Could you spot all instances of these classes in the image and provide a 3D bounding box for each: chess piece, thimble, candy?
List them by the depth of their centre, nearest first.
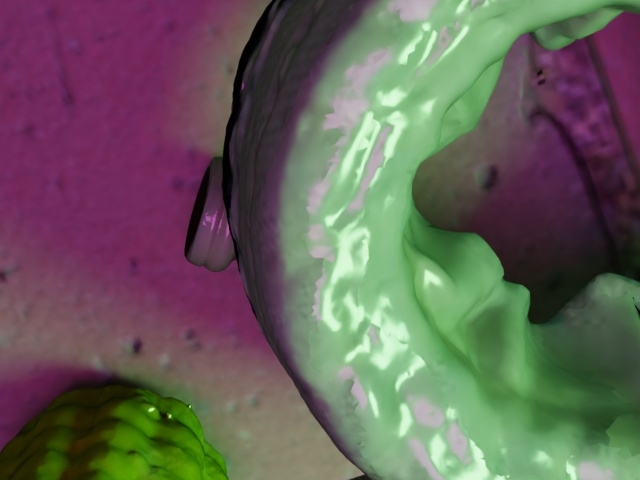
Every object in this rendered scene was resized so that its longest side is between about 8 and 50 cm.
[{"bbox_3d":[0.088,-0.013,0.559,0.237,0.150,0.237,-3,105,-10],"label":"thimble"},{"bbox_3d":[-0.086,0.138,0.608,0.096,0.209,0.097,3,122,4],"label":"candy"},{"bbox_3d":[0.000,0.000,0.641,0.093,0.042,0.042,15,110,-9],"label":"chess piece"}]
